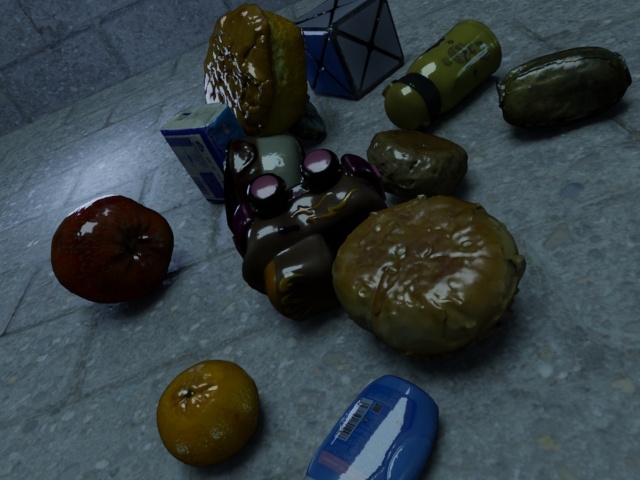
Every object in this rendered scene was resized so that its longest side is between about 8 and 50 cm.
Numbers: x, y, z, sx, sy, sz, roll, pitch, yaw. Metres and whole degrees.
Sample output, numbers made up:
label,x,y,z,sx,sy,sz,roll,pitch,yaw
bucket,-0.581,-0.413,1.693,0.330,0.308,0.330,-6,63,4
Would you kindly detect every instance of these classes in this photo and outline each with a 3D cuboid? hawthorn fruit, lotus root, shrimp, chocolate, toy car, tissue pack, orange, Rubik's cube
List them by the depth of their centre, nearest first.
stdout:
label,x,y,z,sx,sy,sz,roll,pitch,yaw
orange,-0.189,0.287,0.934,0.177,0.155,0.178,-16,24,8
toy car,0.000,0.000,1.105,0.340,0.271,0.240,-28,54,-2
lotus root,0.543,-0.343,1.248,0.274,0.160,0.152,-10,15,20
chocolate,-0.106,-0.121,1.313,0.186,0.284,0.284,-1,41,9
hawthorn fruit,-0.526,0.033,1.377,0.299,0.275,0.275,-22,35,23
tissue pack,-0.286,-0.240,1.546,0.209,0.270,0.137,2,47,36
shrimp,-0.089,-0.436,1.749,0.137,0.172,0.372,-9,41,-33
Rubik's cube,0.089,-0.648,1.832,0.255,0.260,0.259,-43,41,-20

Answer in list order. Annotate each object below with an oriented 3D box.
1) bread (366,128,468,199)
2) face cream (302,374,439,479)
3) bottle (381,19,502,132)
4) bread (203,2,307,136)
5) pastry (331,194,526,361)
label,x,y,z,sx,sy,sz,roll,pitch,yaw
bread,0.207,-0.164,1.222,0.229,0.123,0.230,7,28,-4
face cream,0.061,0.319,0.785,0.149,0.083,0.264,15,53,44
bottle,0.316,-0.431,1.486,0.351,0.172,0.171,-41,38,-20
bread,-0.202,-0.469,1.606,0.215,0.399,0.398,-8,22,-36
pastry,0.183,0.068,0.936,0.315,0.184,0.285,12,57,40
